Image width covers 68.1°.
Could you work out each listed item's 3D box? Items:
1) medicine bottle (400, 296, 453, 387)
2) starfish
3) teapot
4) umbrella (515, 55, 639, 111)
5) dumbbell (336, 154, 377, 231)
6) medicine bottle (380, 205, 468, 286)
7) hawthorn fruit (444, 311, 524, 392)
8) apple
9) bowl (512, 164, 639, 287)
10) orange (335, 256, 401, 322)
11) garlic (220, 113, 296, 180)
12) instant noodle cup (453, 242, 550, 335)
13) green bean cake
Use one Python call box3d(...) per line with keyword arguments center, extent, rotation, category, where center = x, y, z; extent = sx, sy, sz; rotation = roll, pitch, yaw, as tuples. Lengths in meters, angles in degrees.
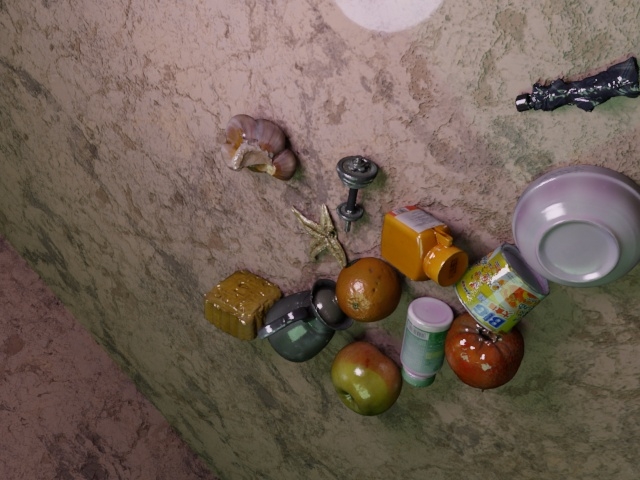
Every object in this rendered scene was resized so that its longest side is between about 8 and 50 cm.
box3d(center=(0.311, 0.313, 1.424), extent=(0.133, 0.133, 0.274), rotation=(18, 126, 21), category="medicine bottle")
box3d(center=(-0.002, 0.001, 1.472), extent=(0.138, 0.050, 0.247), rotation=(-4, 114, 35), category="starfish")
box3d(center=(-0.048, 0.232, 1.516), extent=(0.305, 0.223, 0.285), rotation=(26, 132, -33), category="teapot")
box3d(center=(0.513, -0.294, 0.956), extent=(0.224, 0.080, 0.071), rotation=(-4, 152, 37), category="umbrella")
box3d(center=(0.089, -0.124, 1.306), extent=(0.110, 0.110, 0.254), rotation=(23, 135, 17), category="dumbbell")
box3d(center=(0.262, 0.020, 1.219), extent=(0.222, 0.112, 0.149), rotation=(41, 139, 46), category="medicine bottle")
box3d(center=(0.445, 0.319, 1.304), extent=(0.210, 0.210, 0.262), rotation=(12, 138, 25), category="hawthorn fruit")
box3d(center=(0.146, 0.449, 1.548), extent=(0.261, 0.194, 0.261), rotation=(38, 151, 25), category="apple")
box3d(center=(0.570, -0.010, 1.050), extent=(0.287, 0.144, 0.287), rotation=(16, 126, 23), category="bowl")
box3d(center=(0.138, 0.144, 1.377), extent=(0.206, 0.206, 0.206), rotation=(16, 126, 23), category="orange")
box3d(center=(-0.168, -0.264, 1.333), extent=(0.191, 0.214, 0.160), rotation=(-129, 48, -57), category="garlic")
box3d(center=(0.456, 0.113, 1.178), extent=(0.205, 0.205, 0.153), rotation=(43, 122, 0), category="instant noodle cup")
box3d(center=(-0.271, 0.220, 1.664), extent=(0.229, 0.224, 0.131), rotation=(23, 129, 21), category="green bean cake")
